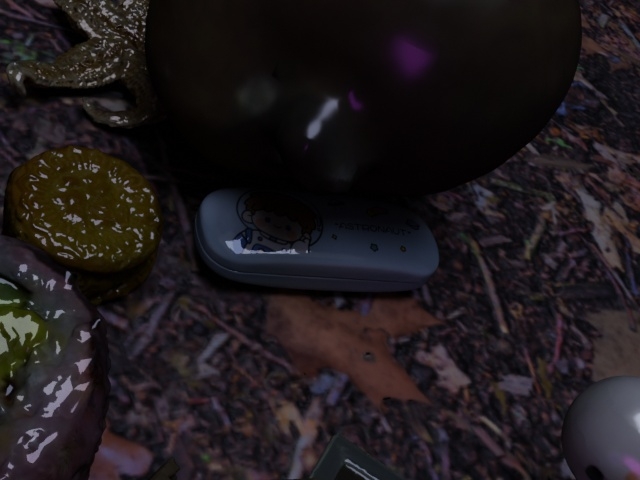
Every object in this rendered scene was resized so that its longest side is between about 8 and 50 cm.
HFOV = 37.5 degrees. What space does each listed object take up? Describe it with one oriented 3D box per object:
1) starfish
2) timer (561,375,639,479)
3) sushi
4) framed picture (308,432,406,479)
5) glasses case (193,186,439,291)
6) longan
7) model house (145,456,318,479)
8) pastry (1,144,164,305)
[{"bbox_3d":[-0.150,-0.154,0.713,0.150,0.053,0.209,40,46,17],"label":"starfish"},{"bbox_3d":[0.284,0.126,0.553,0.240,0.233,0.233,43,45,9],"label":"timer"},{"bbox_3d":[-0.201,0.095,0.415,0.161,0.107,0.241,39,50,12],"label":"sushi"},{"bbox_3d":[0.035,0.240,0.473,0.197,0.014,0.252,34,44,4],"label":"framed picture"},{"bbox_3d":[0.000,0.000,0.653,0.178,0.045,0.067,4,48,-24],"label":"glasses case"},{"bbox_3d":[0.027,-0.143,0.642,0.300,0.243,0.300,-16,43,16],"label":"longan"},{"bbox_3d":[-0.121,0.197,0.345,0.248,0.176,0.181,-7,14,19],"label":"model house"},{"bbox_3d":[-0.146,-0.011,0.578,0.097,0.057,0.109,39,45,7],"label":"pastry"}]
